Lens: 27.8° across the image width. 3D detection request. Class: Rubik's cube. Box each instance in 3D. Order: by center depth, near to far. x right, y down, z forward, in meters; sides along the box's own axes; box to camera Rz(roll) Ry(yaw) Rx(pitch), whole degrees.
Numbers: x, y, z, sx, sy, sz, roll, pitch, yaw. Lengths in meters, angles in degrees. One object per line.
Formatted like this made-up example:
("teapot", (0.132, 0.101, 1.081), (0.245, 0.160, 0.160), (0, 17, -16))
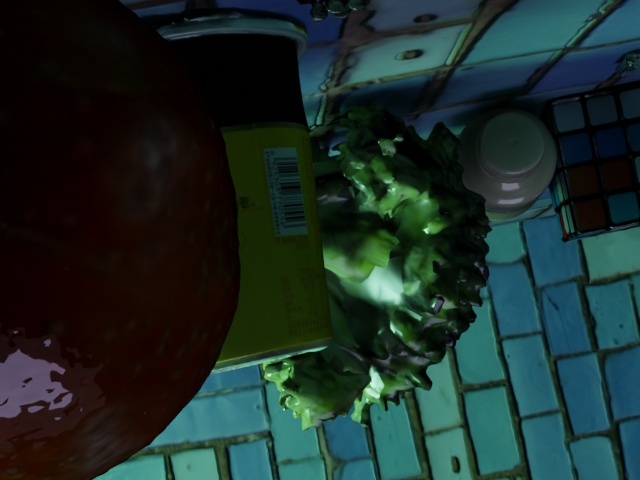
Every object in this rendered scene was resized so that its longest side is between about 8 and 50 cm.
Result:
("Rubik's cube", (0.343, -0.090, 1.491), (0.154, 0.155, 0.151), (-11, 176, 2))

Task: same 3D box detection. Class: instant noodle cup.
("instant noodle cup", (-0.086, -0.022, 0.931), (0.216, 0.236, 0.215), (-13, 174, -1))

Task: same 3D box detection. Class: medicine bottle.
("medicine bottle", (0.204, -0.088, 1.435), (0.114, 0.114, 0.252), (-11, 174, 2))

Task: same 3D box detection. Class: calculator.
("calculator", (0.381, -0.189, 1.280), (0.172, 0.018, 0.057), (-12, 176, -3))

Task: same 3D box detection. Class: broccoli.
("broccoli", (-0.003, -0.010, 1.274), (0.281, 0.348, 0.293), (9, 118, -49))

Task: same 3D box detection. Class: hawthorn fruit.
("hawthorn fruit", (-0.177, -0.014, 0.631), (0.285, 0.284, 0.369), (-10, 167, -8))

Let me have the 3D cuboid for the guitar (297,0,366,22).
("guitar", (0.058, -0.169, 0.733), (0.084, 0.038, 0.271), (-6, 173, -28))
